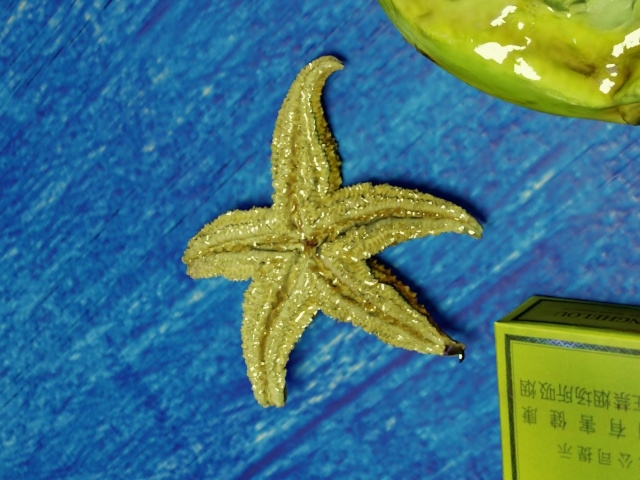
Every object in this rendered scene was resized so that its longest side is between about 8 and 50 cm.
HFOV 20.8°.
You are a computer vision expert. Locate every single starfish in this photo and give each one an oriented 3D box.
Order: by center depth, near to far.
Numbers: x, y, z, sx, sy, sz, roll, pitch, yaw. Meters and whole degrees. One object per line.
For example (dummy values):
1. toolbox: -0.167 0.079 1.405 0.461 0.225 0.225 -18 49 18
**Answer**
1. starfish: 0.001 0.000 1.125 0.227 0.043 0.240 12 109 28

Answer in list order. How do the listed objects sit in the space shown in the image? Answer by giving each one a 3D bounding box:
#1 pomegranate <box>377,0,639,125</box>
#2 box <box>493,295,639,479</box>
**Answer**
1. pomegranate: 0.171 -0.221 0.848 0.310 0.216 0.358 -10 70 36
2. box: 0.183 0.150 1.044 0.141 0.064 0.220 4 107 31
